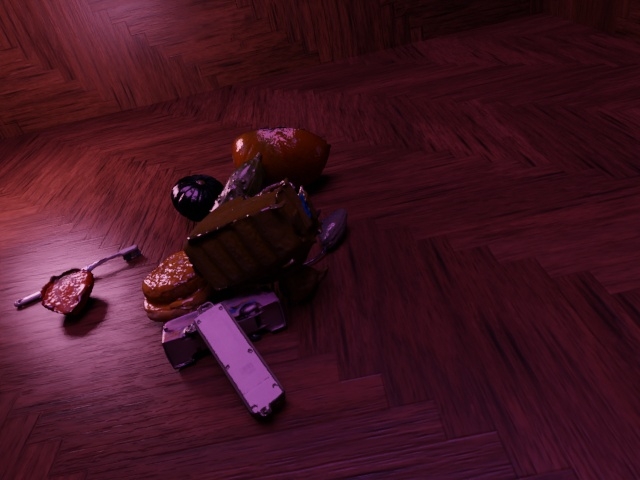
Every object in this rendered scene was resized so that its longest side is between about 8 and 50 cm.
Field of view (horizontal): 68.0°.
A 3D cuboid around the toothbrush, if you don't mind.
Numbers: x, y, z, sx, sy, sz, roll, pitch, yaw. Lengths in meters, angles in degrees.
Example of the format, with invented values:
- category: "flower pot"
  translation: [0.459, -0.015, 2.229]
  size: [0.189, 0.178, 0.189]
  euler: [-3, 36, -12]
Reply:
- category: "toothbrush"
  translation: [-0.745, 0.105, 1.460]
  size: [0.386, 0.040, 0.040]
  euler: [-26, 35, -17]

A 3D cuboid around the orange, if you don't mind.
- category: "orange"
  translation: [-0.147, -0.282, 1.622]
  size: [0.310, 0.274, 0.274]
  euler: [30, 48, 13]

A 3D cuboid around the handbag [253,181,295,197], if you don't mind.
- category: "handbag"
  translation: [-0.148, -0.073, 1.406]
  size: [0.205, 0.116, 0.179]
  euler: [-30, 29, -4]

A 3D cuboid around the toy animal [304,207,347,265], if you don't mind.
- category: "toy animal"
  translation: [0.005, 0.005, 1.324]
  size: [0.253, 0.070, 0.079]
  euler: [-51, 12, -27]

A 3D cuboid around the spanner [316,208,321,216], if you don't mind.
- category: "spanner"
  translation: [-0.065, -0.002, 1.351]
  size: [0.087, 0.024, 0.316]
  euler: [-19, 27, 27]

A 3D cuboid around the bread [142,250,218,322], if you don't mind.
- category: "bread"
  translation: [-0.351, 0.112, 1.229]
  size: [0.198, 0.120, 0.236]
  euler: [-7, 30, 28]

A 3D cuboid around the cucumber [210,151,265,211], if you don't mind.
- category: "cucumber"
  translation: [-0.242, -0.163, 1.488]
  size: [0.134, 0.134, 0.244]
  euler: [31, 94, 47]

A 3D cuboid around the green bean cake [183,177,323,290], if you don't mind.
- category: "green bean cake"
  translation: [-0.137, -0.017, 1.158]
  size: [0.310, 0.202, 0.285]
  euler: [-21, 21, 26]

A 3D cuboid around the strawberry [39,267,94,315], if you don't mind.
- category: "strawberry"
  translation: [-0.700, 0.154, 1.337]
  size: [0.146, 0.082, 0.187]
  euler: [-28, 42, -10]

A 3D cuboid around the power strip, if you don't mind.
- category: "power strip"
  translation: [-0.167, 0.237, 0.959]
  size: [0.078, 0.052, 0.272]
  euler: [-32, 61, -21]

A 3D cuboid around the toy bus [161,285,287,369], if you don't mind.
- category: "toy bus"
  translation: [-0.222, 0.193, 1.097]
  size: [0.274, 0.090, 0.112]
  euler: [-19, 26, -10]

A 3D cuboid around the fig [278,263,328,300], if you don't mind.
- category: "fig"
  translation: [-0.037, 0.080, 1.190]
  size: [0.093, 0.093, 0.166]
  euler: [13, 45, 35]

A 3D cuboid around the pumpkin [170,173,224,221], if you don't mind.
- category: "pumpkin"
  translation: [-0.405, -0.144, 1.602]
  size: [0.194, 0.150, 0.194]
  euler: [-6, 45, 6]
